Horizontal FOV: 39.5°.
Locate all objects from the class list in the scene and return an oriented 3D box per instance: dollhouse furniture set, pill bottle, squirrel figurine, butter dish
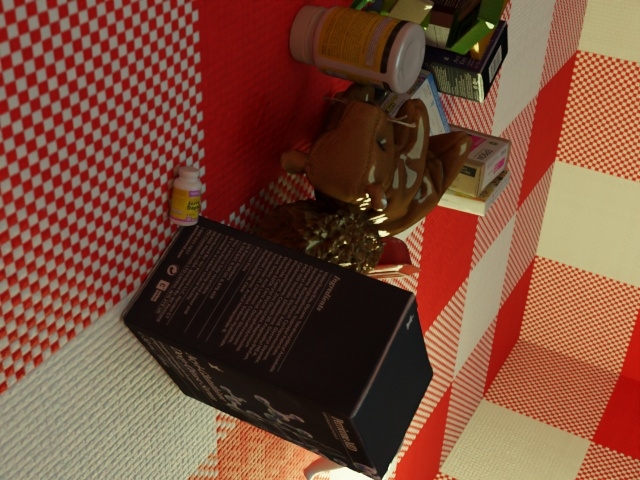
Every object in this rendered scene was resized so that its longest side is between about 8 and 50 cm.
[{"bbox_3d":[0.242,-0.532,1.659,0.151,0.198,0.301,139,-32,-71],"label":"dollhouse furniture set"},{"bbox_3d":[0.060,-0.327,1.501,0.119,0.208,0.119,-47,147,-43],"label":"pill bottle"},{"bbox_3d":[0.056,-0.080,1.553,0.397,0.281,0.370,-63,172,10],"label":"squirrel figurine"},{"bbox_3d":[0.139,0.026,2.058,0.160,0.160,0.118,17,69,-67],"label":"butter dish"},{"bbox_3d":[-0.200,-0.067,1.332,0.043,0.043,0.083,-28,132,-58],"label":"pill bottle"}]

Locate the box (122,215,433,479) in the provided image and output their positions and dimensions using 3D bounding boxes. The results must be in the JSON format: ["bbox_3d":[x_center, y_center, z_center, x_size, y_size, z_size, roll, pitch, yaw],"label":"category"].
[{"bbox_3d":[-0.053,0.169,1.393,0.212,0.395,0.293,-61,154,-24],"label":"box"}]

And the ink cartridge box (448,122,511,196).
[{"bbox_3d":[0.353,-0.210,2.256,0.235,0.193,0.088,-37,140,-53],"label":"ink cartridge box"}]

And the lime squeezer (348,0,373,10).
[{"bbox_3d":[0.075,-0.504,1.622,0.110,0.059,0.310,1,111,-34],"label":"lime squeezer"}]

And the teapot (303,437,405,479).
[{"bbox_3d":[0.075,0.430,2.156,0.256,0.187,0.252,-3,83,-48],"label":"teapot"}]

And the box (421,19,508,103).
[{"bbox_3d":[0.284,-0.408,1.935,0.153,0.207,0.108,-63,157,-21],"label":"box"}]

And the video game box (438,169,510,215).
[{"bbox_3d":[0.364,-0.146,2.316,0.187,0.205,0.048,-47,143,-44],"label":"video game box"}]

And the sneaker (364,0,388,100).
[{"bbox_3d":[0.121,-0.379,1.776,0.082,0.069,0.209,-55,152,-41],"label":"sneaker"}]

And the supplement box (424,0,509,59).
[{"bbox_3d":[0.272,-0.508,1.849,0.191,0.194,0.129,-63,156,-18],"label":"supplement box"}]

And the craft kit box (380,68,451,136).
[{"bbox_3d":[0.182,-0.210,1.959,0.246,0.061,0.250,-53,145,-16],"label":"craft kit box"}]

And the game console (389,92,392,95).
[{"bbox_3d":[0.164,-0.268,2.024,0.107,0.071,0.122,18,90,-37],"label":"game console"}]
